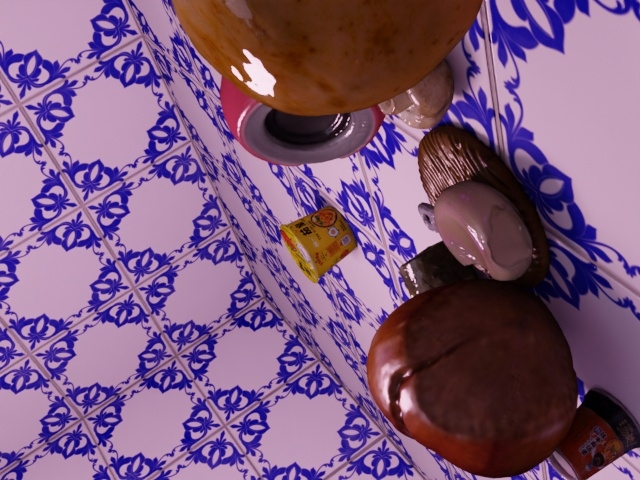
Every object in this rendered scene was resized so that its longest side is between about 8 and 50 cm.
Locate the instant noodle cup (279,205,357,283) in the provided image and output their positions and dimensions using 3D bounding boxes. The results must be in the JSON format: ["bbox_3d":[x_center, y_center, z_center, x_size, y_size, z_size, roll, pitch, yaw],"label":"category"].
[{"bbox_3d":[0.000,0.000,2.259,0.182,0.144,0.182,53,165,20],"label":"instant noodle cup"}]

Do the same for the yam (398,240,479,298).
[{"bbox_3d":[0.252,0.116,1.650,0.254,0.154,0.154,58,166,-10],"label":"yam"}]

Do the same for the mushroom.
[{"bbox_3d":[0.141,-0.236,1.296,0.148,0.112,0.148,48,155,31],"label":"mushroom"}]

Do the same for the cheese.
[{"bbox_3d":[0.232,-0.023,1.377,0.163,0.082,0.286,60,168,-14],"label":"cheese"}]

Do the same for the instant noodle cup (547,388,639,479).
[{"bbox_3d":[0.459,0.344,1.469,0.127,0.136,0.127,51,165,19],"label":"instant noodle cup"}]

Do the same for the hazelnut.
[{"bbox_3d":[0.256,0.233,1.439,0.372,0.315,0.372,39,151,26],"label":"hazelnut"}]

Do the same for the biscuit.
[{"bbox_3d":[0.266,-0.051,1.442,0.318,0.040,0.318,51,165,19],"label":"biscuit"}]

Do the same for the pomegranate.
[{"bbox_3d":[-0.007,-0.346,0.956,0.410,0.410,0.410,52,166,19],"label":"pomegranate"}]

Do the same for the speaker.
[{"bbox_3d":[-0.033,-0.260,1.474,0.294,0.294,0.294,52,166,19],"label":"speaker"}]
